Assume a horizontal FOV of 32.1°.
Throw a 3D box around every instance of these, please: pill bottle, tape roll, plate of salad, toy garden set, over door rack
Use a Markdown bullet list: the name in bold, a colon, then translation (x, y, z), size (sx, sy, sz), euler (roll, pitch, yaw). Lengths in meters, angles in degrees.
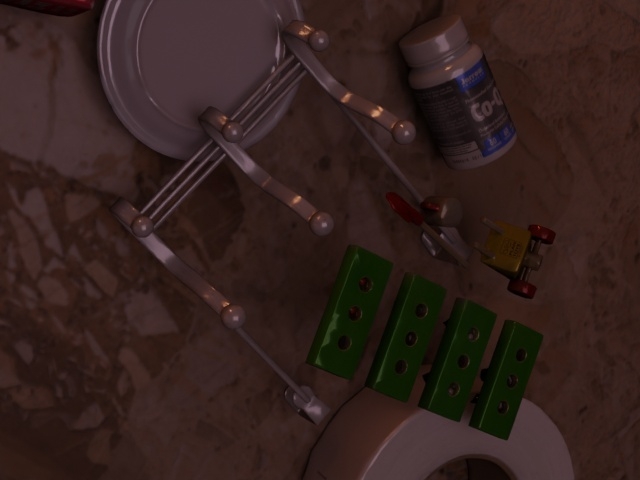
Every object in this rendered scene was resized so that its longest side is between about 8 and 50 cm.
- **pill bottle**: translation (0.133, -0.145, 1.083), size (0.078, 0.078, 0.137), euler (-35, 114, -16)
- **tape roll**: translation (0.121, 0.275, 1.152), size (0.286, 0.100, 0.286), euler (-6, 104, -26)
- **plate of salad**: translation (-0.103, -0.169, 0.974), size (0.199, 0.048, 0.200), euler (-9, 108, -29)
- **toy garden set**: translation (0.108, 0.051, 1.020), size (0.244, 0.049, 0.204), euler (26, 81, -34)
- **over door rack**: translation (0.000, 0.000, 1.004), size (0.239, 0.108, 0.324), euler (-47, 127, -10)

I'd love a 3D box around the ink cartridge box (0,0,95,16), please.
- **ink cartridge box**: translation (-0.305, -0.304, 0.801), size (0.306, 0.131, 0.226), euler (7, 97, -29)
